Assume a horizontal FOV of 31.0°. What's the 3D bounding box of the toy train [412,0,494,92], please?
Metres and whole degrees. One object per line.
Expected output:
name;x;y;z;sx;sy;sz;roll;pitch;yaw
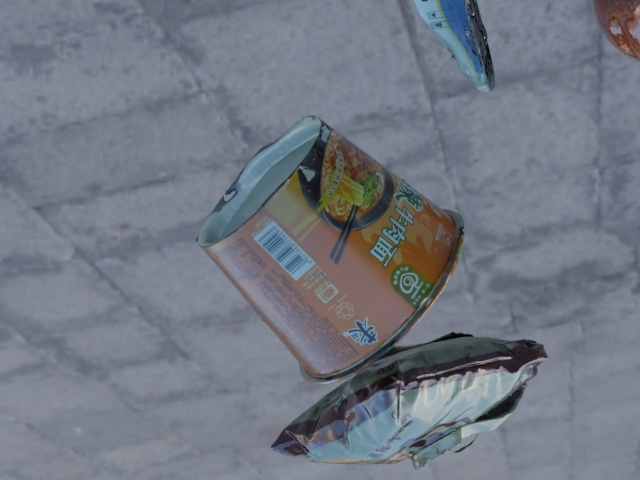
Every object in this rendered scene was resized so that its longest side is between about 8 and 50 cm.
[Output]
toy train;0.109;-0.218;1.013;0.051;0.052;0.234;-4;139;19

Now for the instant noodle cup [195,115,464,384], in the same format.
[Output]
instant noodle cup;0.000;0.000;1.149;0.182;0.230;0.230;42;135;-18

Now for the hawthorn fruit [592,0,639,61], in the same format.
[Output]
hawthorn fruit;0.517;-0.327;1.583;0.271;0.242;0.242;40;136;-18

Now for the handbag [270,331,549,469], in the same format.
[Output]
handbag;0.097;0.172;1.189;0.235;0.127;0.213;-1;152;-34
